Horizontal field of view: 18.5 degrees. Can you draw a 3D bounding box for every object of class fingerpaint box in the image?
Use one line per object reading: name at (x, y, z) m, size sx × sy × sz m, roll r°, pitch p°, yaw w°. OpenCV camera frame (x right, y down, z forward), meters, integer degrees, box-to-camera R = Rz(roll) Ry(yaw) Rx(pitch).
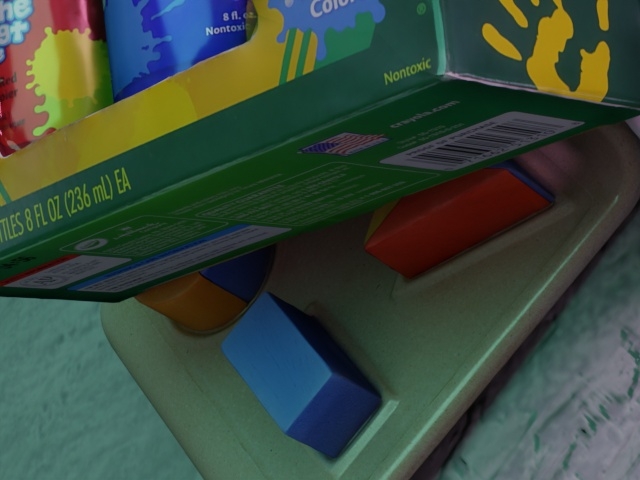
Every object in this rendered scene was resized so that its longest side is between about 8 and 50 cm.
fingerpaint box at (-0.060, -0.193, 1.098) m, size 0.445 × 0.163 × 0.371 m, roll -18°, pitch 73°, yaw 44°

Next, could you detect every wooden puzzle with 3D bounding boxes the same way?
wooden puzzle at (0.000, 0.000, 1.211) m, size 0.348 × 0.080 × 0.322 m, roll -55°, pitch 41°, yaw 11°

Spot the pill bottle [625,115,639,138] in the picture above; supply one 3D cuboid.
pill bottle at (0.237, -0.119, 1.000) m, size 0.180 × 0.108 × 0.108 m, roll -41°, pitch 46°, yaw 24°
